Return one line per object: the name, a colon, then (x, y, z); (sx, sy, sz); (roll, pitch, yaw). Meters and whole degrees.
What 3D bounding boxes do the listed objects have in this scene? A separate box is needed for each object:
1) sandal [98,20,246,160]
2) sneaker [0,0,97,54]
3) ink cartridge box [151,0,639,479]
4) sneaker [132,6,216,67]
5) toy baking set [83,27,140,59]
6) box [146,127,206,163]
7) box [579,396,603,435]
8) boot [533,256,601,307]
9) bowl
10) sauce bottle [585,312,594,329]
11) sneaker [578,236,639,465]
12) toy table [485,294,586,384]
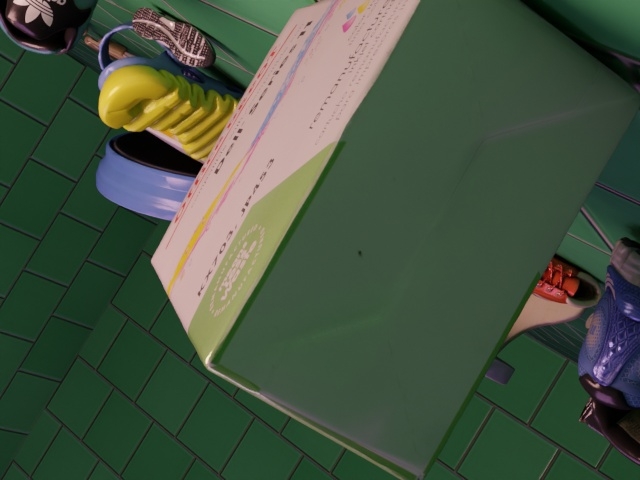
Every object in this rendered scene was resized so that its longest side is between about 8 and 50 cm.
sandal: (-0.186, -0.203, 1.370); (0.317, 0.126, 0.138); (23, -142, -61)
sneaker: (-0.247, -0.231, 0.906); (0.108, 0.121, 0.302); (32, 179, -18)
ink cartridge box: (0.005, -0.029, 0.597); (0.119, 0.207, 0.353); (30, 179, -16)
sneaker: (-0.153, -0.223, 1.120); (0.109, 0.040, 0.043); (35, -163, 20)
toy baking set: (-0.372, -0.349, 1.882); (0.196, 0.030, 0.256); (29, 180, -17)
box: (-0.188, -0.187, 1.603); (0.103, 0.114, 0.203); (31, 178, -37)
box: (0.433, 0.208, 1.075); (0.295, 0.073, 0.293); (32, -164, 14)
boot: (0.240, 0.032, 1.124); (0.157, 0.059, 0.084); (22, -179, -32)
bowl: (-0.186, -0.114, 1.754); (0.390, 0.077, 0.391); (8, -163, -2)
sauce bottle: (0.417, 0.139, 1.384); (0.128, 0.042, 0.042); (34, 179, -9)
sneaker: (0.288, 0.113, 0.847); (0.129, 0.147, 0.330); (31, -179, 40)
toy table: (0.225, 0.092, 1.439); (0.252, 0.161, 0.274); (31, 180, 13)
